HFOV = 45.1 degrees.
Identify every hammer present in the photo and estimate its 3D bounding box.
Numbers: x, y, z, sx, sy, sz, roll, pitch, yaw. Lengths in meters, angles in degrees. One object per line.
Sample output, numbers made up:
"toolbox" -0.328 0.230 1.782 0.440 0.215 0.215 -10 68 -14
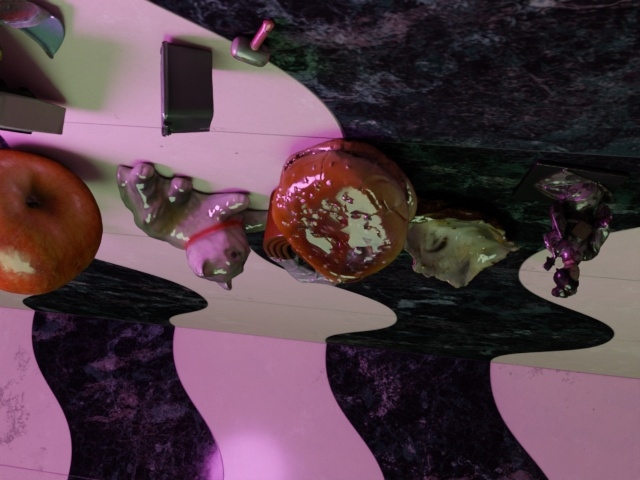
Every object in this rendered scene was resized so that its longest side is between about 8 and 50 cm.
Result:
"hammer" -0.079 -0.255 0.983 0.052 0.031 0.083 13 152 -25

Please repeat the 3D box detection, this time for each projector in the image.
"projector" -0.547 -0.214 1.155 0.257 0.079 0.259 9 -174 0

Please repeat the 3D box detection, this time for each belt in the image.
"belt" 0.000 0.000 1.611 0.217 0.122 0.339 1 162 17

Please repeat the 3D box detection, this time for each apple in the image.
"apple" -0.584 -0.045 1.497 0.309 0.277 0.250 -3 150 -16

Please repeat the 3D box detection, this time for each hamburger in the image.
"hamburger" 0.036 -0.049 1.319 0.243 0.146 0.286 17 141 4

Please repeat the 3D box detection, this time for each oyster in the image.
"oyster" 0.261 -0.018 1.505 0.204 0.111 0.396 -26 145 32

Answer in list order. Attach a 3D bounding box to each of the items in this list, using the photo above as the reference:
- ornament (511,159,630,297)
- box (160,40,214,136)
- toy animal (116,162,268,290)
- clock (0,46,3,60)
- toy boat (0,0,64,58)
"ornament" 0.412 -0.005 1.273 0.166 0.196 0.153 7 164 0
"box" -0.183 -0.204 1.049 0.069 0.122 0.084 0 166 -13
"toy animal" -0.279 -0.026 1.581 0.266 0.188 0.308 11 169 23
"clock" -0.534 -0.296 1.009 0.237 0.057 0.237 8 168 2
"toy boat" -0.375 -0.283 1.039 0.096 0.034 0.122 4 171 15
